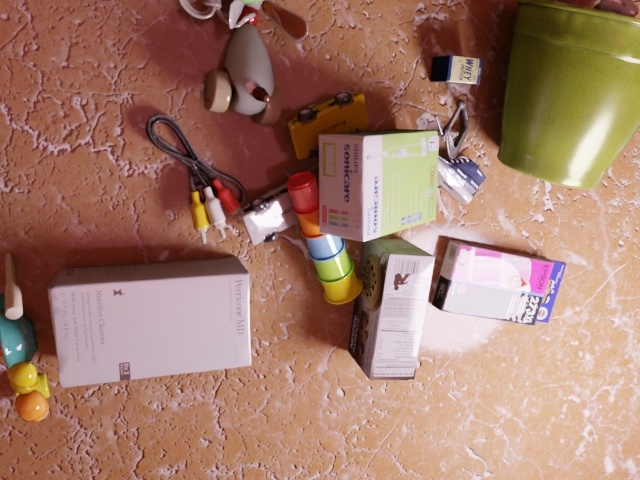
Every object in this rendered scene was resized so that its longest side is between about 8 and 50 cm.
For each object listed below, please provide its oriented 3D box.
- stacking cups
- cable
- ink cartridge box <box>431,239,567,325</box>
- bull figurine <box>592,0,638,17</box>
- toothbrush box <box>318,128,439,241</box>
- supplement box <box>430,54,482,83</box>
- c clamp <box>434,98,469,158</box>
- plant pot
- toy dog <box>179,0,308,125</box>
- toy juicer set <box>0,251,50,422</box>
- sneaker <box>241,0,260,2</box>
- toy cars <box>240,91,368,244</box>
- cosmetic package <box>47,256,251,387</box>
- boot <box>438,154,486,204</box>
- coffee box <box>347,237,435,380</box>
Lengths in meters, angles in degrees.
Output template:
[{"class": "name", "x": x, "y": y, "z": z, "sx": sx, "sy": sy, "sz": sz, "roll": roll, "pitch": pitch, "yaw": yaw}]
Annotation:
[{"class": "stacking cups", "x": 0.000, "y": 0.000, "z": 1.298, "sx": 0.096, "sy": 0.096, "sz": 0.316, "roll": -30, "pitch": 125, "yaw": -7}, {"class": "cable", "x": -0.250, "y": -0.144, "z": 1.247, "sx": 0.139, "sy": 0.072, "sz": 0.287, "roll": -29, "pitch": 109, "yaw": -13}, {"class": "ink cartridge box", "x": 0.477, "y": 0.117, "z": 1.526, "sx": 0.370, "sy": 0.069, "sz": 0.176, "roll": 10, "pitch": 100, "yaw": -20}, {"class": "bull figurine", "x": 0.597, "y": -0.596, "z": 1.283, "sx": 0.188, "sy": 0.310, "sz": 0.101, "roll": -25, "pitch": 149, "yaw": -19}, {"class": "toothbrush box", "x": 0.130, "y": -0.129, "z": 1.264, "sx": 0.283, "sy": 0.122, "sz": 0.206, "roll": -17, "pitch": 111, "yaw": -48}, {"class": "supplement box", "x": 0.306, "y": -0.385, "z": 1.341, "sx": 0.083, "sy": 0.083, "sz": 0.056, "roll": 0, "pitch": 104, "yaw": -17}, {"class": "c clamp", "x": 0.308, "y": -0.263, "z": 1.351, "sx": 0.161, "sy": 0.022, "sz": 0.137, "roll": -53, "pitch": 136, "yaw": -38}, {"class": "plant pot", "x": 0.564, "y": -0.313, "z": 1.318, "sx": 0.366, "sy": 0.366, "sz": 0.353, "roll": 5, "pitch": 113, "yaw": -17}, {"class": "toy dog", "x": -0.131, "y": -0.386, "z": 1.165, "sx": 0.220, "sy": 0.161, "sz": 0.334, "roll": -20, "pitch": 111, "yaw": -28}, {"class": "toy juicer set", "x": -0.606, "y": 0.208, "z": 1.156, "sx": 0.089, "sy": 0.209, "sz": 0.329, "roll": -12, "pitch": 107, "yaw": -22}, {"class": "sneaker", "x": -0.083, "y": -0.666, "z": 1.082, "sx": 0.202, "sy": 0.185, "sz": 0.483, "roll": 28, "pitch": 73, "yaw": 5}, {"class": "toy cars", "x": -0.045, "y": -0.165, "z": 1.293, "sx": 0.176, "sy": 0.087, "sz": 0.394, "roll": 23, "pitch": 100, "yaw": -40}, {"class": "cosmetic package", "x": -0.344, "y": 0.162, "z": 1.248, "sx": 0.384, "sy": 0.156, "sz": 0.217, "roll": -5, "pitch": 102, "yaw": -14}, {"class": "boot", "x": 0.311, "y": -0.175, "z": 1.410, "sx": 0.190, "sy": 0.069, "sz": 0.086, "roll": 40, "pitch": 82, "yaw": -27}, {"class": "coffee box", "x": 0.159, "y": 0.156, "z": 1.386, "sx": 0.118, "sy": 0.168, "sz": 0.297, "roll": 4, "pitch": 103, "yaw": -17}]
